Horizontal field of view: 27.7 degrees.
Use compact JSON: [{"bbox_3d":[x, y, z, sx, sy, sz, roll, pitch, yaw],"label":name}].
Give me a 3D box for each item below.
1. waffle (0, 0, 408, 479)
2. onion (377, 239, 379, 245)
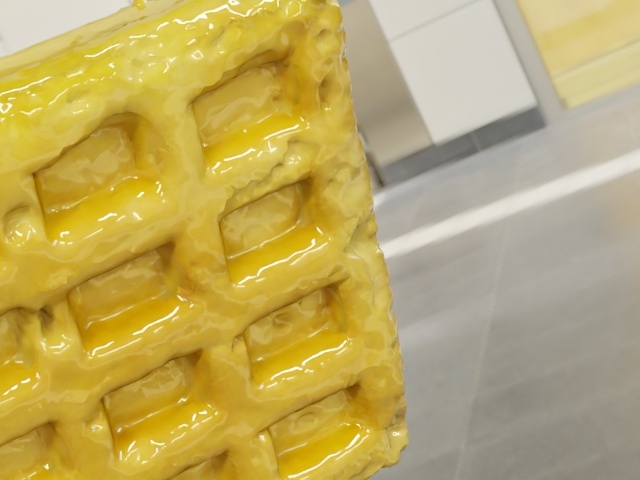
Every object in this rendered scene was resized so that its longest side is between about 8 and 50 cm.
[{"bbox_3d":[-0.076,0.031,0.532,0.221,0.248,0.055,-25,33,-23],"label":"waffle"},{"bbox_3d":[0.000,0.000,1.648,0.195,0.140,0.218,12,-33,-26],"label":"onion"}]
